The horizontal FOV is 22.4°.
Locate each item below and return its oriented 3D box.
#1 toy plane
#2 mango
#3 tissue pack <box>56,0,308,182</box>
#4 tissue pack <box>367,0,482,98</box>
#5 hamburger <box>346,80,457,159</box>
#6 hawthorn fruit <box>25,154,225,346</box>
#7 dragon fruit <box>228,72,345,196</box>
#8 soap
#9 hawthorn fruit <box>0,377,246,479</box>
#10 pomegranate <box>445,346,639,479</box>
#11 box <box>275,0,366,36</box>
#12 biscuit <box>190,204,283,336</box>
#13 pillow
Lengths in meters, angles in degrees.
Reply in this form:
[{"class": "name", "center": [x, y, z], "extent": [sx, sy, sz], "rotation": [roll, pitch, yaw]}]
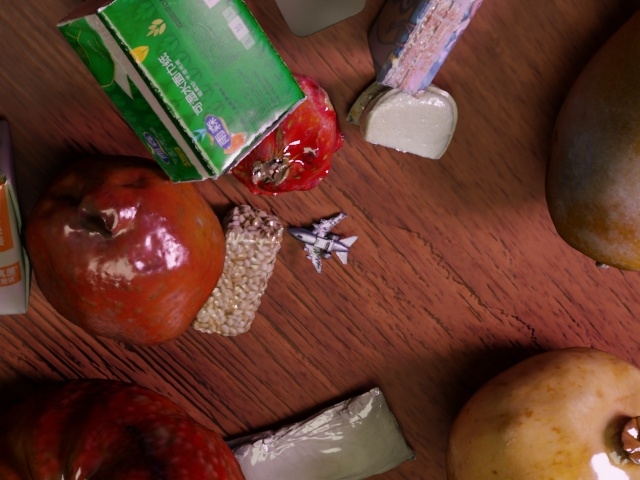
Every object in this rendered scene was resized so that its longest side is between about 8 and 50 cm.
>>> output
[{"class": "toy plane", "center": [0.000, 0.000, 1.893], "extent": [0.083, 0.031, 0.078], "rotation": [16, 105, -22]}, {"class": "mango", "center": [0.373, -0.137, 1.748], "extent": [0.199, 0.221, 0.384], "rotation": [-7, 127, -38]}, {"class": "tissue pack", "center": [-0.152, -0.182, 1.660], "extent": [0.148, 0.156, 0.209], "rotation": [-46, 113, -26]}, {"class": "tissue pack", "center": [0.113, -0.240, 1.692], "extent": [0.065, 0.115, 0.155], "rotation": [23, 119, -20]}, {"class": "hamburger", "center": [0.101, -0.143, 1.800], "extent": [0.121, 0.054, 0.084], "rotation": [19, 115, -24]}, {"class": "hawthorn fruit", "center": [-0.211, 0.000, 1.716], "extent": [0.211, 0.210, 0.262], "rotation": [-13, 164, 0]}, {"class": "dragon fruit", "center": [-0.040, -0.096, 1.773], "extent": [0.153, 0.111, 0.153], "rotation": [-5, 129, -6]}, {"class": "soap", "center": [-0.419, -0.018, 1.743], "extent": [0.199, 0.138, 0.182], "rotation": [-5, 124, -5]}, {"class": "hawthorn fruit", "center": [-0.246, 0.365, 1.918], "extent": [0.403, 0.403, 0.402], "rotation": [-5, 125, -6]}, {"class": "pomegranate", "center": [0.298, 0.277, 1.997], "extent": [0.307, 0.307, 0.307], "rotation": [-5, 125, -6]}, {"class": "box", "center": [-0.012, -0.281, 1.694], "extent": [0.091, 0.031, 0.126], "rotation": [-25, 125, 8]}, {"class": "biscuit", "center": [-0.101, 0.037, 1.878], "extent": [0.082, 0.070, 0.168], "rotation": [15, 123, -11]}, {"class": "pillow", "center": [-0.004, 0.275, 2.075], "extent": [0.230, 0.050, 0.148], "rotation": [-20, 132, 5]}]
